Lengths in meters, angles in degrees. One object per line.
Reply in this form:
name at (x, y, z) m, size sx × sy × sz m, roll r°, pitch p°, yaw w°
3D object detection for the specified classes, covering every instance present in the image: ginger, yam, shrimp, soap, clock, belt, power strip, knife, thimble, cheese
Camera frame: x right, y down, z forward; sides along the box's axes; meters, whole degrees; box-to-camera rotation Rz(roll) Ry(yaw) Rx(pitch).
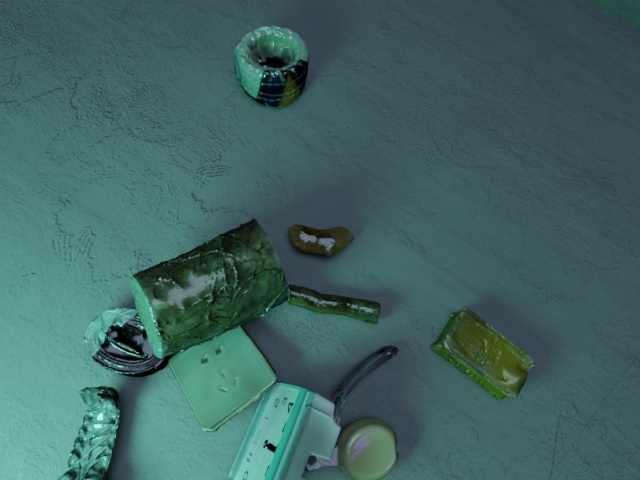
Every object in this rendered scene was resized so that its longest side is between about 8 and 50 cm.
ginger at (0.000, -0.002, 1.152) m, size 0.190 × 0.069 × 0.095 m, roll 7°, pitch 72°, yaw -7°
yam at (-0.243, 0.103, 0.953) m, size 0.348 × 0.241 × 0.241 m, roll -26°, pitch 74°, yaw -29°
shrimp at (-0.487, 0.514, 0.830) m, size 0.222 × 0.166 × 0.410 m, roll 8°, pitch 55°, yaw -3°
soap at (0.428, 0.298, 1.095) m, size 0.233 × 0.076 × 0.135 m, roll 37°, pitch 66°, yaw 8°
clock at (-0.081, 0.448, 0.881) m, size 0.116 × 0.231 × 0.262 m, roll 33°, pitch 65°, yaw -17°
belt at (-0.451, 0.237, 0.980) m, size 0.199 × 0.078 × 0.151 m, roll 19°, pitch 66°, yaw -3°
power strip at (-0.228, 0.316, 0.991) m, size 0.198 × 0.064 × 0.213 m, roll -32°, pitch 63°, yaw -17°
knife at (0.094, 0.333, 1.009) m, size 0.053 × 0.123 × 0.278 m, roll 29°, pitch 45°, yaw 30°
yam at (0.033, 0.168, 1.094) m, size 0.253 × 0.061 × 0.061 m, roll 13°, pitch 67°, yaw -3°
thimble at (-0.157, -0.551, 1.306) m, size 0.238 × 0.150 × 0.237 m, roll 3°, pitch 68°, yaw -6°
cheese at (0.069, 0.484, 0.946) m, size 0.228 × 0.064 × 0.137 m, roll 0°, pitch 82°, yaw -21°

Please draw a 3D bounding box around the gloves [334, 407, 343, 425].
gloves at (0.029, 0.444, 0.999) m, size 0.044 × 0.037 × 0.080 m, roll 34°, pitch 58°, yaw -31°
